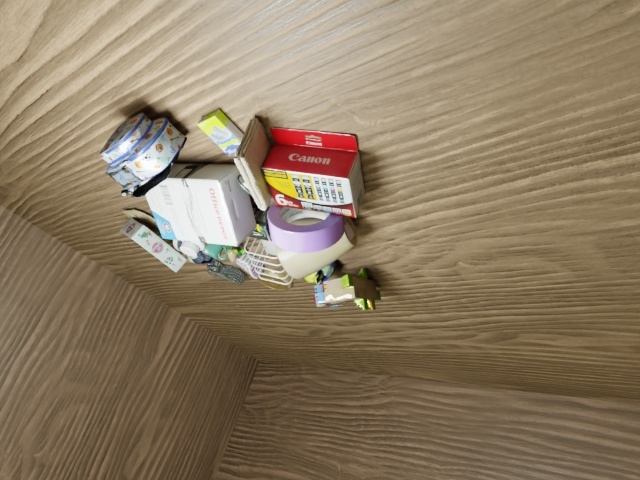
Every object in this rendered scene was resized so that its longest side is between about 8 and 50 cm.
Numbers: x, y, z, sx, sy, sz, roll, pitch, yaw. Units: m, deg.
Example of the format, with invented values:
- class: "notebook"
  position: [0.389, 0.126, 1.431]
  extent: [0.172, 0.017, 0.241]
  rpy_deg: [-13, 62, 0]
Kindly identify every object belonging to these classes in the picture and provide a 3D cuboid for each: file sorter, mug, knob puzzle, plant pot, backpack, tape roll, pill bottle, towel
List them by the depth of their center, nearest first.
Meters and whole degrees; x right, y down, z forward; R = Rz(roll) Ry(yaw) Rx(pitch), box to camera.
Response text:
- class: "towel"
  position: [-0.210, -0.253, 1.470]
  extent: [0.049, 0.187, 0.282]
  rpy_deg: [6, 148, 16]
- class: "backpack"
  position: [-0.623, -0.329, 1.553]
  extent: [0.263, 0.277, 0.213]
  rpy_deg: [-12, 141, 24]
- class: "tape roll"
  position: [-0.051, -0.071, 1.576]
  extent: [0.274, 0.275, 0.090]
  rpy_deg: [10, 129, 18]
- class: "plant pot"
  position: [0.000, 0.000, 1.745]
  extent: [0.273, 0.257, 0.256]
  rpy_deg: [-18, 136, 25]
- class: "file sorter"
  position: [-0.218, 0.064, 2.027]
  extent: [0.192, 0.173, 0.278]
  rpy_deg: [12, 150, 15]
- class: "pill bottle"
  position: [-0.571, -0.035, 2.032]
  extent: [0.117, 0.215, 0.117]
  rpy_deg: [15, 151, 9]
- class: "mug"
  position: [-0.546, 0.025, 2.220]
  extent: [0.157, 0.097, 0.129]
  rpy_deg: [39, 164, -28]
- class: "knob puzzle"
  position: [-0.931, -0.110, 2.319]
  extent: [0.213, 0.030, 0.213]
  rpy_deg: [16, 150, 9]
- class: "plant pot"
  position: [-0.270, 0.226, 2.478]
  extent: [0.236, 0.032, 0.236]
  rpy_deg: [16, 150, 9]

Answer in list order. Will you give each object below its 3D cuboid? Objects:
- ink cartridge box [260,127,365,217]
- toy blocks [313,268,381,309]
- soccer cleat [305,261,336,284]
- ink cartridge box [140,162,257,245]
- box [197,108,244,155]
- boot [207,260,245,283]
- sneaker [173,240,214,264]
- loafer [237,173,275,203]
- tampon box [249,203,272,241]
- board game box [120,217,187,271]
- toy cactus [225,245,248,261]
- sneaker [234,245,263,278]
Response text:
- class: "ink cartridge box"
  position: [-0.026, -0.226, 1.461]
  extent: [0.309, 0.130, 0.272]
  rpy_deg: [9, 148, 19]
- class: "toy blocks"
  position: [0.094, 0.249, 2.050]
  extent: [0.260, 0.191, 0.381]
  rpy_deg: [-13, 165, 25]
- class: "soccer cleat"
  position: [-0.018, 0.167, 2.129]
  extent: [0.093, 0.121, 0.289]
  rpy_deg: [28, 150, -15]
- class: "ink cartridge box"
  position: [-0.483, -0.149, 1.746]
  extent: [0.394, 0.166, 0.286]
  rpy_deg: [6, 124, 25]
- class: "box"
  position: [-0.325, -0.363, 1.504]
  extent: [0.109, 0.042, 0.178]
  rpy_deg: [-8, 140, 41]
- class: "boot"
  position: [-0.556, 0.199, 2.579]
  extent: [0.246, 0.084, 0.161]
  rpy_deg: [25, 158, 2]
- class: "sneaker"
  position: [-0.654, 0.034, 2.300]
  extent: [0.148, 0.131, 0.350]
  rpy_deg: [15, 161, 11]
- class: "loafer"
  position: [-0.188, -0.197, 1.673]
  extent: [0.267, 0.096, 0.084]
  rpy_deg: [29, 131, -30]
- class: "tampon box"
  position: [-0.279, -0.081, 1.889]
  extent: [0.160, 0.102, 0.120]
  rpy_deg: [12, 149, 15]
- class: "board game box"
  position: [-0.881, 0.022, 2.303]
  extent: [0.224, 0.098, 0.303]
  rpy_deg: [19, 157, 50]
- class: "toy cactus"
  position: [-0.435, 0.023, 2.146]
  extent: [0.218, 0.112, 0.181]
  rpy_deg: [25, 137, 19]
- class: "sneaker"
  position: [-0.401, 0.113, 2.315]
  extent: [0.104, 0.095, 0.236]
  rpy_deg: [1, 140, 40]
